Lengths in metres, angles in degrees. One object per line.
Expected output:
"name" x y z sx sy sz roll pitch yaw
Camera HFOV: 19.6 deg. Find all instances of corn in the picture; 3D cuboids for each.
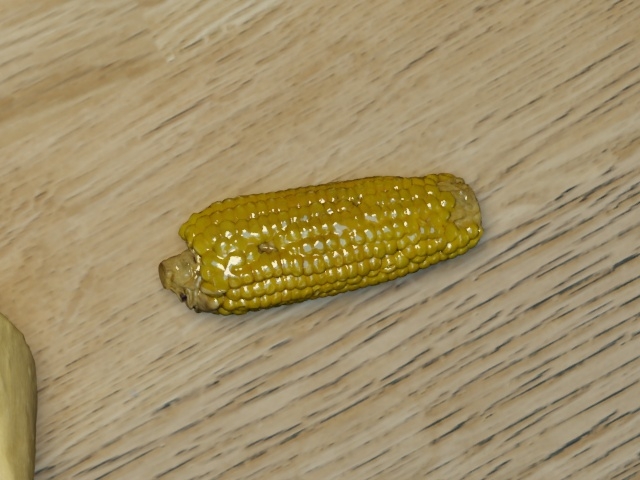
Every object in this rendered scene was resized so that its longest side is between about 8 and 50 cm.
"corn" 0.000 0.000 1.479 0.262 0.097 0.097 -12 103 -9

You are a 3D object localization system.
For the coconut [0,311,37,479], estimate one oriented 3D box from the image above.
"coconut" -0.360 0.161 1.343 0.353 0.352 0.352 -2 101 -10
